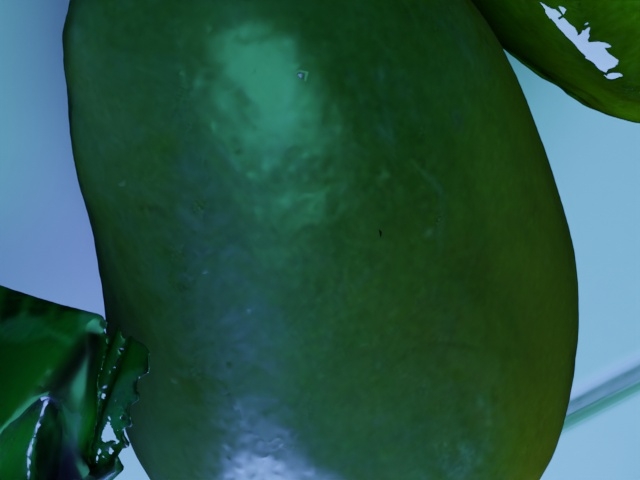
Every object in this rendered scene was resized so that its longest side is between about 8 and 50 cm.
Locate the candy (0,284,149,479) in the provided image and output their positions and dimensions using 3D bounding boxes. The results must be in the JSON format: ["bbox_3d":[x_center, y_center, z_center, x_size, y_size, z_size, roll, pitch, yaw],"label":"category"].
[{"bbox_3d":[-0.162,0.064,0.549,0.203,0.078,0.141,11,106,-14],"label":"candy"}]

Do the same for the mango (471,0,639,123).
[{"bbox_3d":[0.088,-0.112,0.564,0.119,0.100,0.178,-41,122,3],"label":"mango"}]

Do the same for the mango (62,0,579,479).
[{"bbox_3d":[0.000,0.000,0.573,0.156,0.114,0.251,-26,123,-12],"label":"mango"}]
